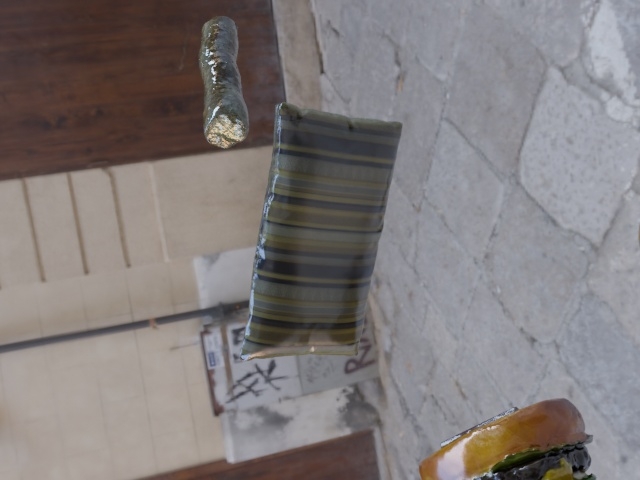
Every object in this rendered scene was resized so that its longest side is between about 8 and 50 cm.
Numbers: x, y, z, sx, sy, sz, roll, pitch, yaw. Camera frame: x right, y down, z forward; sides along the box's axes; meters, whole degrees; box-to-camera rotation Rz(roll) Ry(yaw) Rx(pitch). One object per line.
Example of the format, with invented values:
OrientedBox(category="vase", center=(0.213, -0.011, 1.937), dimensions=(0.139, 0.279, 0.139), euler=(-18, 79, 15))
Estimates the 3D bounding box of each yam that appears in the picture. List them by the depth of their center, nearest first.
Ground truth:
OrientedBox(category="yam", center=(-0.135, -0.225, 0.868), dimensions=(0.061, 0.060, 0.253), euler=(96, 167, -47))

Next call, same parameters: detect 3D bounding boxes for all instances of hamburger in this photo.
OrientedBox(category="hamburger", center=(0.302, 0.377, 0.934), dimensions=(0.291, 0.290, 0.225), euler=(103, 151, -57))

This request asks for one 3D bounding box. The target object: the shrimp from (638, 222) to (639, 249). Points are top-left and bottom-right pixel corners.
OrientedBox(category="shrimp", center=(0.415, 0.058, 0.712), dimensions=(0.053, 0.236, 0.133), euler=(-29, 42, 33))

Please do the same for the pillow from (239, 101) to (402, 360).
OrientedBox(category="pillow", center=(0.000, 0.000, 0.507), dimensions=(0.038, 0.113, 0.204), euler=(34, 116, 60))
